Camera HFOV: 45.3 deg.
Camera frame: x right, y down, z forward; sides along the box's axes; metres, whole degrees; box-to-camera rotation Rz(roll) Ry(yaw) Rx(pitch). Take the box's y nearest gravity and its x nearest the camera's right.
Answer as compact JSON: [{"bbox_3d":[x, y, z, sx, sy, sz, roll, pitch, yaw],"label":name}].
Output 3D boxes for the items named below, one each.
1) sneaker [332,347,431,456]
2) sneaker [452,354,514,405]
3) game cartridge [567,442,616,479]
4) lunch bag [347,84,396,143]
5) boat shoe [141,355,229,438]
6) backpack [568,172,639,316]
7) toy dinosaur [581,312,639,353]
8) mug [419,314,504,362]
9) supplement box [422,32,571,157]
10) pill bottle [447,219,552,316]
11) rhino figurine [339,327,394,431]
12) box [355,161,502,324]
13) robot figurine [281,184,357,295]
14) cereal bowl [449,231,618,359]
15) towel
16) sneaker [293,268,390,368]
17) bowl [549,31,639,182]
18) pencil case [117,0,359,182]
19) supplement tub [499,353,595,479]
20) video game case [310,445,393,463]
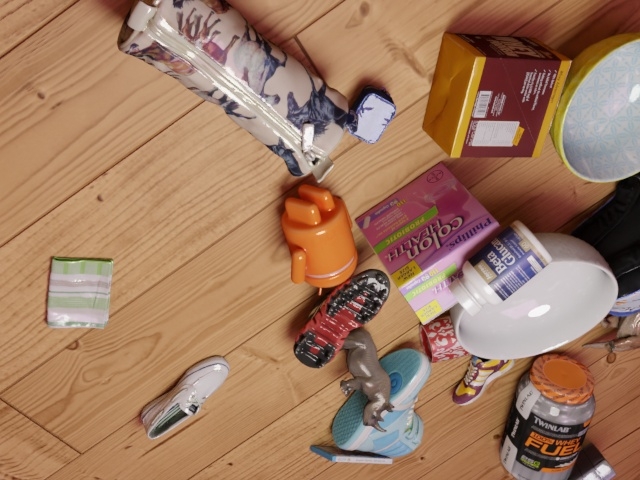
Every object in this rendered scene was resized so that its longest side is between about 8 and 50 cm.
[{"bbox_3d":[0.193,0.387,1.801,0.208,0.127,0.319,24,121,-30],"label":"sneaker"},{"bbox_3d":[0.380,0.319,1.865,0.185,0.069,0.084,-44,118,3],"label":"sneaker"},{"bbox_3d":[0.677,0.655,2.077,0.230,0.068,0.355,-42,165,6],"label":"game cartridge"},{"bbox_3d":[0.091,-0.232,1.382,0.067,0.065,0.098,28,111,-17],"label":"lunch bag"},{"bbox_3d":[-0.277,0.339,1.616,0.226,0.076,0.083,-40,127,8],"label":"boat shoe"},{"bbox_3d":[0.678,0.029,1.675,0.263,0.277,0.213,-32,135,12],"label":"backpack"},{"bbox_3d":[0.802,0.202,1.912,0.200,0.127,0.296,13,122,-35],"label":"toy dinosaur"},{"bbox_3d":[0.321,0.228,1.751,0.169,0.113,0.150,-14,124,-7],"label":"mug"},{"bbox_3d":[0.317,-0.264,1.404,0.194,0.129,0.191,-2,122,-20],"label":"supplement box"},{"bbox_3d":[0.307,0.052,1.328,0.169,0.094,0.094,-42,127,8],"label":"pill bottle"},{"bbox_3d":[0.095,0.303,1.670,0.106,0.073,0.243,-23,84,2],"label":"rhino figurine"},{"bbox_3d":[0.215,0.000,1.472,0.213,0.243,0.117,-34,128,4],"label":"box"},{"bbox_3d":[-0.002,0.001,1.462,0.128,0.158,0.219,-12,127,7],"label":"robot figurine"},{"bbox_3d":[0.419,0.097,1.569,0.338,0.141,0.339,-7,141,-6],"label":"cereal bowl"},{"bbox_3d":[-0.447,0.100,1.425,0.113,0.023,0.152,2,121,-23],"label":"towel"},{"bbox_3d":[0.047,0.138,1.563,0.097,0.135,0.276,36,121,-7],"label":"sneaker"},{"bbox_3d":[0.545,-0.273,1.468,0.289,0.156,0.290,-10,126,-15],"label":"bowl"},{"bbox_3d":[-0.128,-0.262,1.205,0.410,0.183,0.160,34,106,-34],"label":"pencil case"},{"bbox_3d":[0.577,0.456,1.946,0.193,0.194,0.316,-6,124,-17],"label":"supplement tub"},{"bbox_3d":[0.074,0.517,1.850,0.166,0.119,0.015,10,84,-26],"label":"video game case"}]
